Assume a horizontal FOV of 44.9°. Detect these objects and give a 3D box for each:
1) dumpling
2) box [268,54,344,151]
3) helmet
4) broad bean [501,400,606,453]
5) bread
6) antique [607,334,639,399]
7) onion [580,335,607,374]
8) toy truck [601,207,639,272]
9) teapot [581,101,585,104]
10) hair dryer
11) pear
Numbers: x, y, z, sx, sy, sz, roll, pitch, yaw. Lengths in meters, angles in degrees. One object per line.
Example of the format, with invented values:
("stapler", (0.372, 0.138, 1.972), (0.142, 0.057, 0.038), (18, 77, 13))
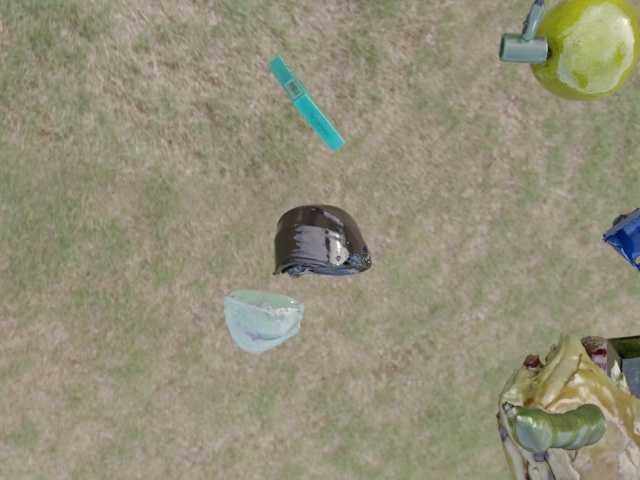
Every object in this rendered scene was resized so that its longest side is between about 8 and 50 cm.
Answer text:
("dumpling", (-0.142, 0.192, 1.853), (0.216, 0.104, 0.149), (15, 74, -25))
("box", (-0.035, -0.313, 1.753), (0.042, 0.226, 0.161), (-37, 127, 7))
("helmet", (0.000, 0.000, 1.981), (0.224, 0.177, 0.305), (-11, 172, 25))
("broad bean", (0.271, 0.211, 0.875), (0.052, 0.053, 0.256), (-44, 145, 23))
("bread", (0.429, 0.325, 1.240), (0.314, 0.191, 0.370), (-36, 118, -45))
("antique", (0.596, 0.297, 1.479), (0.080, 0.081, 0.221), (-6, 111, 4))
("onion", (0.644, 0.273, 1.807), (0.107, 0.107, 0.097), (-26, 123, -3))
("toy truck", (0.665, -0.018, 1.550), (0.208, 0.126, 0.113), (-15, 158, -44))
("teapot", (0.557, -0.331, 1.645), (0.064, 0.083, 0.064), (39, 59, 5))
("hair dryer", (0.328, -0.337, 1.204), (0.071, 0.047, 0.150), (2, 149, -1))
("pear", (0.457, -0.332, 1.322), (0.198, 0.198, 0.198), (-8, 120, -14))
